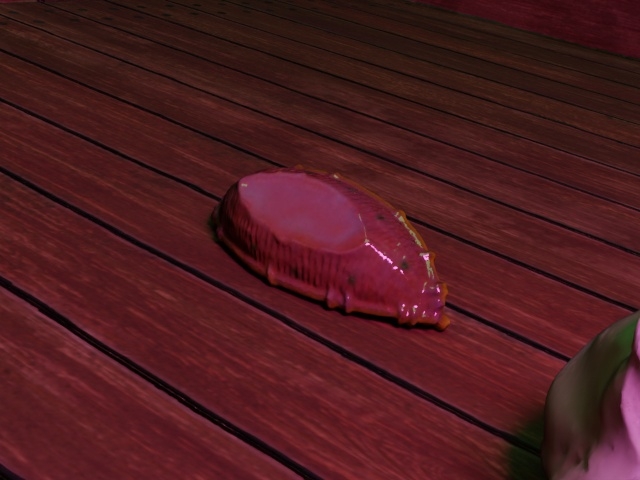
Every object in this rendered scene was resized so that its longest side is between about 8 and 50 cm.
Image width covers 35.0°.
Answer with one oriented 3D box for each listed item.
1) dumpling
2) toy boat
[{"bbox_3d":[0.283,0.085,0.699,0.318,0.242,0.187,-4,31,-32],"label":"dumpling"},{"bbox_3d":[-0.004,-0.004,1.021,0.318,0.099,0.141,26,69,37],"label":"toy boat"}]
